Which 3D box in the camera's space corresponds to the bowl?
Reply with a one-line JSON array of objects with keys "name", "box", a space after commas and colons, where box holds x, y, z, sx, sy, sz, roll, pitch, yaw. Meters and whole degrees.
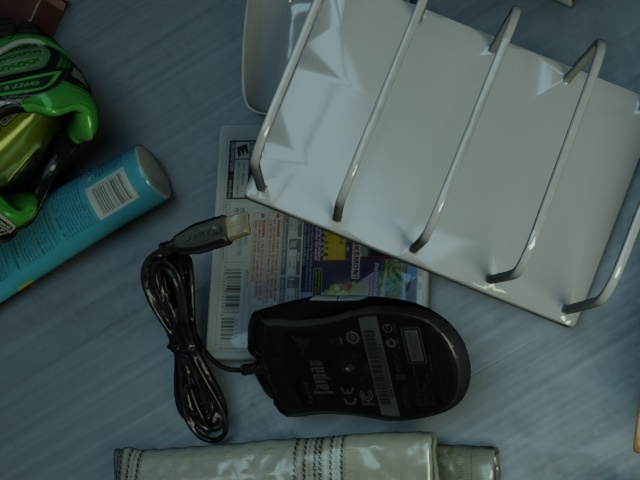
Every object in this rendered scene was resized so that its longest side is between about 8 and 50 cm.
[{"name": "bowl", "box": [0.009, -0.164, 1.127, 0.142, 0.053, 0.141, 0, 79, 15]}]

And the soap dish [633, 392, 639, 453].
[{"name": "soap dish", "box": [0.358, 0.029, 0.966, 0.229, 0.118, 0.290, 7, 80, 15]}]

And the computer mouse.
[{"name": "computer mouse", "box": [-0.013, 0.055, 1.044, 0.262, 0.060, 0.184, -11, 106, 28]}]

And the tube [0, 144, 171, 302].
[{"name": "tube", "box": [-0.228, -0.011, 1.158, 0.207, 0.052, 0.080, -28, 60, 13]}]

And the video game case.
[{"name": "video game case", "box": [0.000, 0.000, 1.111, 0.184, 0.023, 0.201, 0, 78, 14]}]

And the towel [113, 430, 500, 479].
[{"name": "towel", "box": [-0.011, 0.307, 1.032, 0.324, 0.056, 0.312, -4, 78, 12]}]

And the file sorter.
[{"name": "file sorter", "box": [0.105, -0.078, 0.988, 0.278, 0.173, 0.192, 22, 85, 1]}]

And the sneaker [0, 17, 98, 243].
[{"name": "sneaker", "box": [-0.325, -0.030, 1.115, 0.343, 0.134, 0.146, -50, 45, 0]}]

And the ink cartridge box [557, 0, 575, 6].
[{"name": "ink cartridge box", "box": [0.147, -0.303, 0.987, 0.272, 0.309, 0.130, 28, 86, 18]}]

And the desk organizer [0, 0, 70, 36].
[{"name": "desk organizer", "box": [-0.299, -0.221, 1.218, 0.130, 0.047, 0.050, 23, 87, 17]}]
